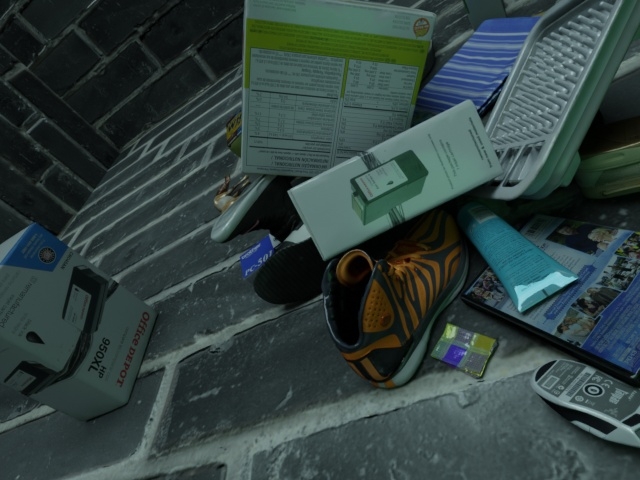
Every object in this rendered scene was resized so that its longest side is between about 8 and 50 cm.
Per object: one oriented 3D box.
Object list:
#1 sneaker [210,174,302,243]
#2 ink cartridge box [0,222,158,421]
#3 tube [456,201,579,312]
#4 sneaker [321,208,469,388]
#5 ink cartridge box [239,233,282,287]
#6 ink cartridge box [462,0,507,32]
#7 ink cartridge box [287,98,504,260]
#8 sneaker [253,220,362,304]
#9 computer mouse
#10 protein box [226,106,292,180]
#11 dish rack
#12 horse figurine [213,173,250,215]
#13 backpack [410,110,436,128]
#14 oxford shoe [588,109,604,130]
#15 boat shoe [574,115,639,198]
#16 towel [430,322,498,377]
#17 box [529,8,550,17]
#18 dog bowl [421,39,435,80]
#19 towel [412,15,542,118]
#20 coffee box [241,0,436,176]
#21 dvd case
[{"bbox_3d":[-0.108,-0.045,0.895,0.105,0.146,0.295,-30,17,30],"label":"sneaker"},{"bbox_3d":[-0.616,0.200,1.017,0.166,0.395,0.285,-25,37,20],"label":"ink cartridge box"},{"bbox_3d":[0.263,0.012,0.612,0.080,0.052,0.207,-41,30,15],"label":"tube"},{"bbox_3d":[0.118,0.044,0.645,0.125,0.180,0.321,-3,50,43],"label":"sneaker"},{"bbox_3d":[-0.092,0.015,1.009,0.207,0.046,0.097,-37,34,7],"label":"ink cartridge box"},{"bbox_3d":[0.439,-0.685,1.172,0.087,0.153,0.208,-17,42,32],"label":"ink cartridge box"},{"bbox_3d":[0.104,-0.091,0.702,0.289,0.121,0.211,-26,5,2],"label":"ink cartridge box"},{"bbox_3d":[0.000,0.000,0.891,0.331,0.122,0.146,-39,19,0],"label":"sneaker"},{"bbox_3d":[0.307,0.176,0.424,0.106,0.042,0.193,-29,23,-24],"label":"computer mouse"},{"bbox_3d":[-0.160,-0.297,1.278,0.136,0.200,0.201,-42,32,15],"label":"protein box"},{"bbox_3d":[0.342,-0.207,0.646,0.285,0.073,0.332,-84,16,-82],"label":"dish rack"},{"bbox_3d":[-0.270,-0.130,1.337,0.174,0.066,0.263,-42,35,-11],"label":"horse figurine"},{"bbox_3d":[0.225,-0.224,0.921,0.105,0.084,0.114,-45,30,11],"label":"backpack"},{"bbox_3d":[0.421,-0.220,0.750,0.096,0.083,0.227,-43,27,43],"label":"oxford shoe"},{"bbox_3d":[0.487,-0.117,0.536,0.303,0.098,0.109,-10,32,41],"label":"boat shoe"},{"bbox_3d":[0.199,0.151,0.597,0.083,0.009,0.060,15,64,51],"label":"towel"},{"bbox_3d":[0.475,-0.473,1.015,0.201,0.021,0.164,-6,48,41],"label":"box"},{"bbox_3d":[0.180,-0.515,1.286,0.349,0.102,0.348,-27,36,22],"label":"dog bowl"},{"bbox_3d":[0.357,-0.396,1.002,0.336,0.040,0.243,-47,35,1],"label":"towel"},{"bbox_3d":[-0.001,-0.348,0.945,0.339,0.334,0.337,2,31,-10],"label":"coffee box"},{"bbox_3d":[0.321,0.052,0.543,0.180,0.022,0.253,-46,26,-7],"label":"dvd case"}]
